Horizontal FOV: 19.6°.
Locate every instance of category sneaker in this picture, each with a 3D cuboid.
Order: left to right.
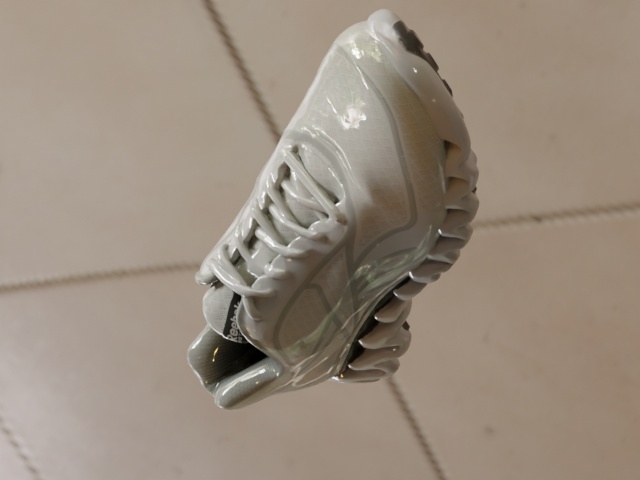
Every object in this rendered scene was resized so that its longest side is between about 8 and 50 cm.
[{"bbox_3d":[0.000,0.000,0.981,0.110,0.118,0.292,57,152,28],"label":"sneaker"}]
